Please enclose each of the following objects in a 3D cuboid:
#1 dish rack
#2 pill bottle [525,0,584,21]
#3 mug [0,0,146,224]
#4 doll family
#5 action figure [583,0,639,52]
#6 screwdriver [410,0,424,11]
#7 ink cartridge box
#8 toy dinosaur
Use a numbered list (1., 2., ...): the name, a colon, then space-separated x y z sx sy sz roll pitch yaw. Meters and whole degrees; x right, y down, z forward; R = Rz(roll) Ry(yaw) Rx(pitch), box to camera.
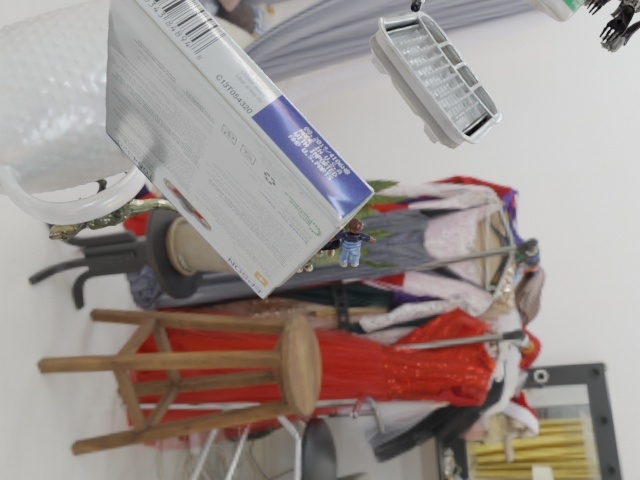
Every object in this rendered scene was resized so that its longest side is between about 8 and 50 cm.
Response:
1. dish rack: 0.219 -0.308 1.344 0.285 0.072 0.333 53 31 -1
2. pill bottle: 0.480 -0.597 1.233 0.204 0.361 0.204 32 20 -14
3. mug: -0.414 -0.181 1.096 0.374 0.328 0.276 55 -24 26
4. doll family: 0.000 0.000 1.240 0.076 0.193 0.111 -114 -159 -43
5. action figure: 0.656 -0.517 1.536 0.164 0.141 0.276 57 39 2
6. screwdriver: 0.195 -0.486 1.324 0.025 0.024 0.170 49 42 -33
7. ink cartridge box: -0.118 -0.100 0.807 0.324 0.071 0.330 47 -23 0
8. toy dinosaur: -0.394 -0.075 1.338 0.064 0.268 0.118 -130 -147 -52
